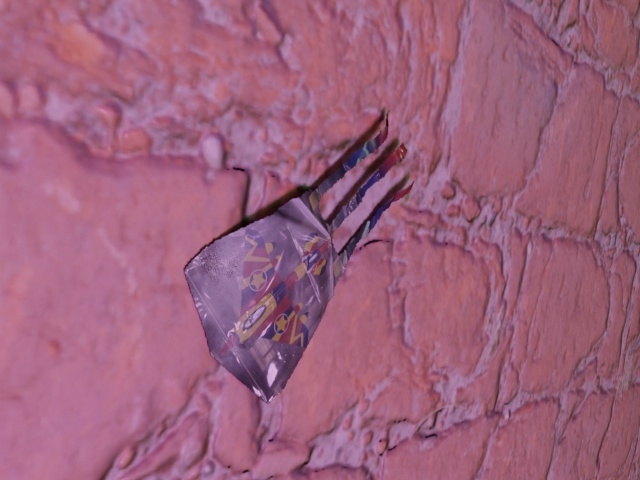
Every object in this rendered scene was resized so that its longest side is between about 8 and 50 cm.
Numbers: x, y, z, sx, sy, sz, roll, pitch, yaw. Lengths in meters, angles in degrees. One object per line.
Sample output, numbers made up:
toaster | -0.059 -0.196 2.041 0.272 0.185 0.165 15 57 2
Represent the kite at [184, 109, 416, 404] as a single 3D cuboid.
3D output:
kite | 0.001 0.000 0.536 0.245 0.015 0.141 -49 135 -30
